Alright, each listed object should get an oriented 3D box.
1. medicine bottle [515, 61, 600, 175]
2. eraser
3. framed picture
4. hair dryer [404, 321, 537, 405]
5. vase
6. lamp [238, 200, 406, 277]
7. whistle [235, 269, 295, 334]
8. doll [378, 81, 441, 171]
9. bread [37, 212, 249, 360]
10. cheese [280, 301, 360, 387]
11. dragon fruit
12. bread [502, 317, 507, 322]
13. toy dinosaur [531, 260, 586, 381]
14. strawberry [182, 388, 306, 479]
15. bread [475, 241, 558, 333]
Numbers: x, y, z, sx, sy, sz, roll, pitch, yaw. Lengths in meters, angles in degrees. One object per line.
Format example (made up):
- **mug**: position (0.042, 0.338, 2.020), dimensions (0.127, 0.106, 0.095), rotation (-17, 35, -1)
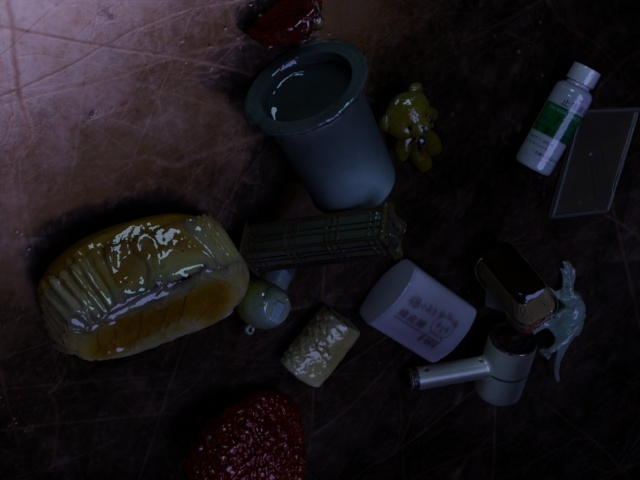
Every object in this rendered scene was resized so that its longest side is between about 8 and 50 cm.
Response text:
- **medicine bottle**: position (0.551, -0.282, 2.077), dimensions (0.095, 0.095, 0.260), rotation (17, 105, -37)
- **eraser**: position (0.235, 0.171, 2.137), dimensions (0.270, 0.095, 0.174), rotation (34, 98, -39)
- **framed picture**: position (0.688, -0.195, 2.261), dimensions (0.213, 0.016, 0.289), rotation (-7, 119, -30)
- **hair dryer**: position (0.367, 0.334, 2.297), dimensions (0.362, 0.128, 0.203), rotation (-7, 131, -16)
- **vase**: position (0.023, -0.200, 1.720), dimensions (0.245, 0.245, 0.291), rotation (-40, 138, -7)
- **lamp**: position (0.000, 0.000, 1.758), dimensions (0.089, 0.325, 0.090), rotation (50, 40, -47)
- **whistle**: position (-0.110, 0.093, 1.884), dimensions (0.123, 0.123, 0.223), rotation (34, 75, -40)
- **doll**: position (0.209, -0.228, 1.894), dimensions (0.137, 0.097, 0.209), rotation (-50, 136, -6)
- **bread**: position (-0.328, 0.077, 1.694), dimensions (0.389, 0.183, 0.236), rotation (-16, 139, -31)
- **cheese**: position (0.002, 0.239, 2.026), dimensions (0.167, 0.094, 0.123), rotation (-51, 132, 3)
- **dragon fruit**: position (-0.044, -0.390, 1.634), dimensions (0.162, 0.106, 0.083), rotation (-39, 131, -11)
- **bread**: position (0.500, 0.229, 2.374), dimensions (0.049, 0.034, 0.088), rotation (-3, 117, -38)
- **toy dinosaur**: position (0.645, 0.253, 2.445), dimensions (0.205, 0.092, 0.393), rotation (-33, 120, -20)
- **strawberry**: position (-0.153, 0.474, 1.979), dimensions (0.261, 0.261, 0.257), rotation (28, 106, -39)
- **bread**: position (0.469, 0.123, 2.182), dimensions (0.142, 0.224, 0.212), rotation (-31, 149, -5)
